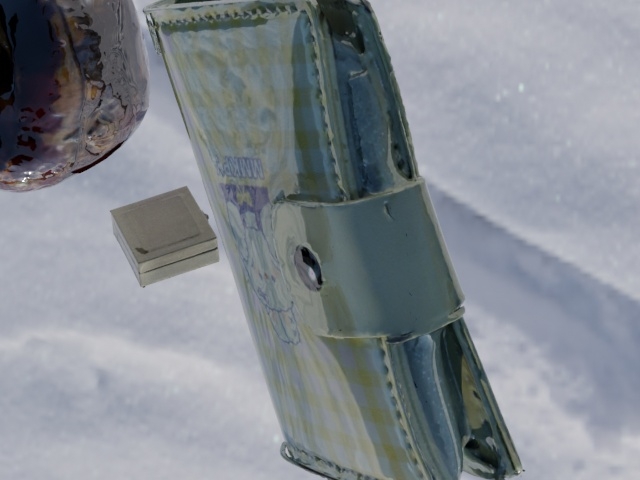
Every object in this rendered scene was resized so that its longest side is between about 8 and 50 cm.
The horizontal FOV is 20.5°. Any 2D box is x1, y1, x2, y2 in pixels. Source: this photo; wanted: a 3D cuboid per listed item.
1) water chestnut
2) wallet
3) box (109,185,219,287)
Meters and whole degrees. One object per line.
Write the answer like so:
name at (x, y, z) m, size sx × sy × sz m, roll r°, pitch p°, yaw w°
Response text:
water chestnut at (-0.254, -0.148, 1.449) m, size 0.224 × 0.238 × 0.223 m, roll 12°, pitch 110°, yaw 35°
wallet at (0.000, 0.000, 1.054) m, size 0.077 × 0.223 × 0.309 m, roll -25°, pitch 107°, yaw -24°
box at (-0.142, -0.005, 1.631) m, size 0.083 × 0.079 × 0.035 m, roll -18°, pitch 137°, yaw -16°
